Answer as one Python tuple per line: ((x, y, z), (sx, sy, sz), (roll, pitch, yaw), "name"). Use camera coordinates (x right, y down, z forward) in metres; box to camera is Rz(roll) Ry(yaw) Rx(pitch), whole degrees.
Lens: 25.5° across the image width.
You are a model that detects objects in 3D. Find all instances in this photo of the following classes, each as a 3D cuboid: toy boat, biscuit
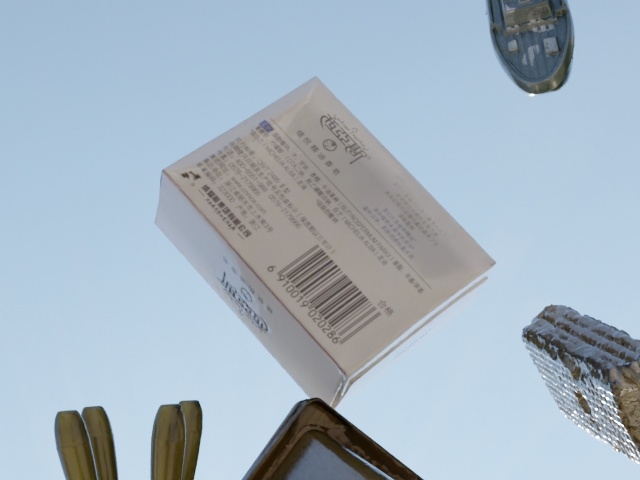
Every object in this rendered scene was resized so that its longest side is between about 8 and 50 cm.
((0.192, -0.224, 1.326), (0.078, 0.260, 0.085), (-13, -45, 12), "toy boat")
((0.250, 0.125, 1.235), (0.062, 0.239, 0.108), (-32, -78, -7), "biscuit")

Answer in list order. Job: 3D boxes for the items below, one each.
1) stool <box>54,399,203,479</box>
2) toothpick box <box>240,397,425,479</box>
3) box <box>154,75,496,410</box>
((-0.149, 0.185, 1.127), (0.135, 0.134, 0.110), (1, -98, -40), "stool")
((0.040, 0.272, 1.164), (0.187, 0.308, 0.190), (40, -98, -13), "toothpick box")
((0.000, 0.002, 1.394), (0.203, 0.274, 0.116), (-36, -17, -26), "box")
